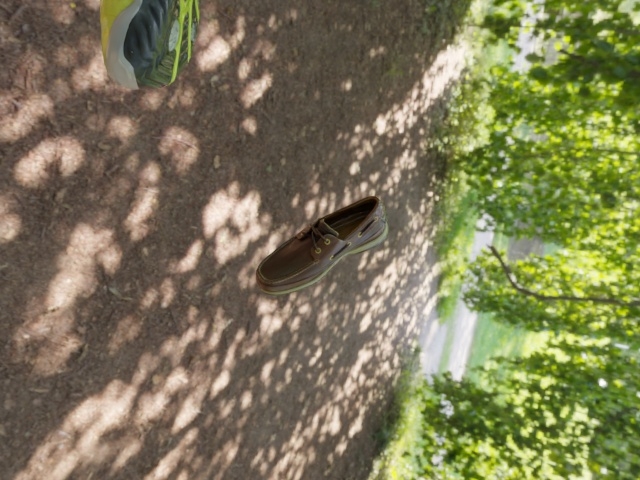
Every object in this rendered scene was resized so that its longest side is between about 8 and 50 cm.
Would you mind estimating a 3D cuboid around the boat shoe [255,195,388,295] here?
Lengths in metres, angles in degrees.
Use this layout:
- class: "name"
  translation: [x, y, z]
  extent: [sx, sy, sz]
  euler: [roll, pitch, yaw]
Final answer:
- class: "boat shoe"
  translation: [0.001, 0.000, 0.626]
  extent: [0.178, 0.064, 0.060]
  euler: [-29, 146, -15]

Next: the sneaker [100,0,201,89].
- class: "sneaker"
  translation: [-0.202, -0.328, 0.568]
  extent: [0.145, 0.147, 0.384]
  euler: [117, -26, -67]
